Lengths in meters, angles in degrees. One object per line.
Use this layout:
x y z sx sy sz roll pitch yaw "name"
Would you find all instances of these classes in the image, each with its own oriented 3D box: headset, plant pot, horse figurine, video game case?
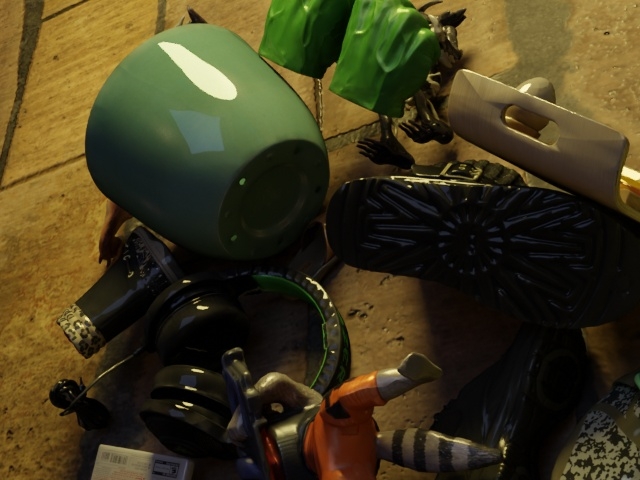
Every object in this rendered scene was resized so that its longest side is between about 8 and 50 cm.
-0.151 0.174 1.398 0.394 0.185 0.243 -11 56 10 "headset"
-0.129 -0.108 1.472 0.293 0.293 0.235 -47 53 -4 "plant pot"
-0.264 -0.098 1.635 0.263 0.066 0.174 -53 4 45 "horse figurine"
-0.234 0.334 1.367 0.157 0.019 0.143 1 72 35 "video game case"

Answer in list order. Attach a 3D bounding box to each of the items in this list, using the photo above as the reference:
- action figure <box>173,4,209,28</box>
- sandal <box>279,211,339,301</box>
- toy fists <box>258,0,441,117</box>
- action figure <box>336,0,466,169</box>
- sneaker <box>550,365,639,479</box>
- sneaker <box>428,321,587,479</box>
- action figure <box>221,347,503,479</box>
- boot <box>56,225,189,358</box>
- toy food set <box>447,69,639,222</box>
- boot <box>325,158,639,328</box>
-0.266 -0.237 1.791 0.285 0.099 0.185 -46 53 3 "action figure"
0.000 0.000 1.454 0.072 0.049 0.180 30 78 45 "sandal"
0.038 -0.267 1.417 0.279 0.096 0.142 34 112 39 "toy fists"
0.116 -0.242 1.494 0.164 0.141 0.275 -23 48 35 "action figure"
0.362 0.107 1.020 0.410 0.182 0.158 -41 44 2 "sneaker"
0.183 0.180 1.153 0.130 0.109 0.286 5 59 46 "sneaker"
0.025 0.267 1.146 0.330 0.178 0.341 -11 90 59 "action figure"
-0.284 0.069 1.514 0.178 0.085 0.236 -39 18 -12 "boot"
0.297 -0.083 1.139 0.220 0.306 0.092 32 100 44 "toy food set"
0.201 -0.011 1.208 0.348 0.260 0.131 17 101 23 "boot"
